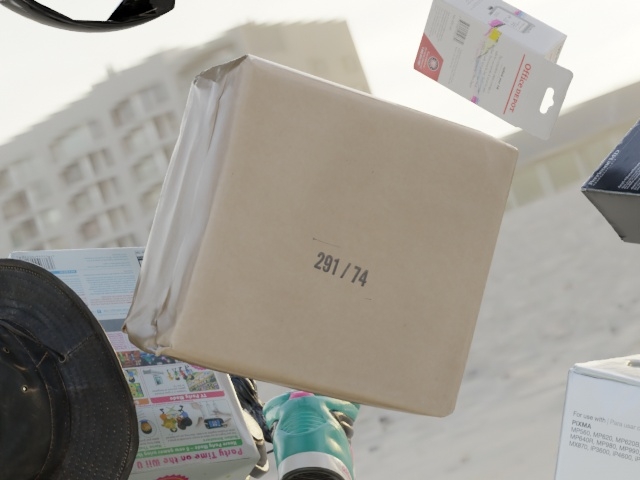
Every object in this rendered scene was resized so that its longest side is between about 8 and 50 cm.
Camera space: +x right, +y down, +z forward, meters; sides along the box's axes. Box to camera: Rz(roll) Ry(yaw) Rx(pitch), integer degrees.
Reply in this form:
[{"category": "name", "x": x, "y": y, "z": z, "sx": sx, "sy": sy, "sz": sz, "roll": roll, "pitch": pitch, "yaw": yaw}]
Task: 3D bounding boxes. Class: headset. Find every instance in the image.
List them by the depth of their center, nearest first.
[{"category": "headset", "x": -0.184, "y": 0.298, "z": 2.257, "sx": 0.243, "sy": 0.185, "sz": 0.394, "roll": -42, "pitch": -16, "yaw": 33}]

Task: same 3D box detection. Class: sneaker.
[{"category": "sneaker", "x": -0.003, "y": 0.274, "z": 1.983, "sx": 0.124, "sy": 0.178, "sz": 0.295, "roll": -5, "pitch": -34, "yaw": 4}]

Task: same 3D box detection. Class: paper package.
[{"category": "paper package", "x": 0.000, "y": 0.000, "z": 1.634, "sx": 0.325, "sy": 0.309, "sz": 0.168, "roll": 16, "pitch": -3, "yaw": -23}]

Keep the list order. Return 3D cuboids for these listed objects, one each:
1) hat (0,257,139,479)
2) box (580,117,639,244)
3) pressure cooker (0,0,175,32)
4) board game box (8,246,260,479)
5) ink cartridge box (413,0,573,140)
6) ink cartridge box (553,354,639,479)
[{"category": "hat", "x": -0.353, "y": 0.177, "z": 1.629, "sx": 0.331, "sy": 0.331, "sz": 0.134, "roll": -21, "pitch": -13, "yaw": 19}, {"category": "box", "x": 0.455, "y": -0.115, "z": 1.847, "sx": 0.261, "sy": 0.103, "sz": 0.184, "roll": -48, "pitch": 24, "yaw": -12}, {"category": "pressure cooker", "x": -0.298, "y": -0.467, "z": 1.945, "sx": 0.370, "sy": 0.420, "sz": 0.375, "roll": 3, "pitch": -1, "yaw": -7}, {"category": "board game box", "x": -0.227, "y": 0.155, "z": 1.836, "sx": 0.224, "sy": 0.303, "sz": 0.097, "roll": -2, "pitch": -37, "yaw": -31}, {"category": "ink cartridge box", "x": 0.222, "y": -0.220, "z": 1.944, "sx": 0.067, "sy": 0.198, "sz": 0.115, "roll": -41, "pitch": -24, "yaw": -42}, {"category": "ink cartridge box", "x": 0.282, "y": 0.242, "z": 1.352, "sx": 0.114, "sy": 0.273, "sz": 0.197, "roll": 9, "pitch": 5, "yaw": 34}]
